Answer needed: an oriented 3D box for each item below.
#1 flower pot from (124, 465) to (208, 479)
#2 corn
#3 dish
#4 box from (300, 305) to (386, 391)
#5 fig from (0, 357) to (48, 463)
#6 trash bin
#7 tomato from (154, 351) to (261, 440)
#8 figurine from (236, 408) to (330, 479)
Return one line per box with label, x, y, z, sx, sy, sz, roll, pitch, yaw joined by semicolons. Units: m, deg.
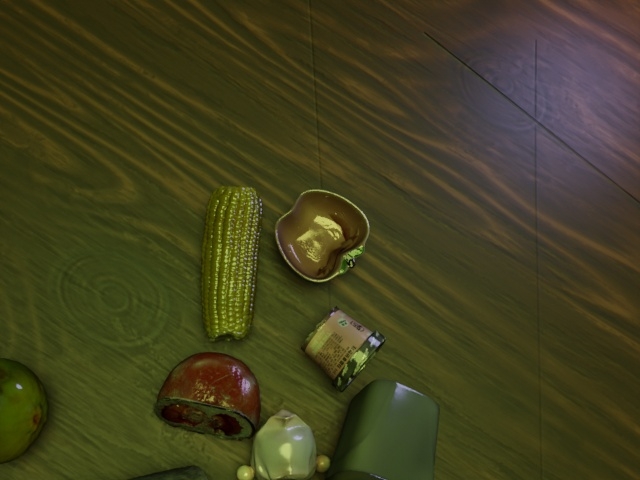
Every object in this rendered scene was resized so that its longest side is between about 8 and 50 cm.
flower pot;-0.351;0.585;1.660;0.330;0.293;0.293;-21;80;-19
corn;-0.194;0.050;1.891;0.131;0.131;0.344;3;76;-7
dish;0.000;0.000;1.950;0.214;0.090;0.213;2;74;-6
box;0.044;0.228;1.874;0.135;0.151;0.151;39;74;12
fig;-0.661;0.326;1.716;0.230;0.207;0.207;27;74;3
trash bin;0.129;0.436;1.765;0.220;0.219;0.250;27;49;-11
tomato;-0.221;0.311;1.814;0.214;0.180;0.155;18;59;-5
figurine;-0.069;0.488;1.795;0.200;0.133;0.275;-6;78;-13
